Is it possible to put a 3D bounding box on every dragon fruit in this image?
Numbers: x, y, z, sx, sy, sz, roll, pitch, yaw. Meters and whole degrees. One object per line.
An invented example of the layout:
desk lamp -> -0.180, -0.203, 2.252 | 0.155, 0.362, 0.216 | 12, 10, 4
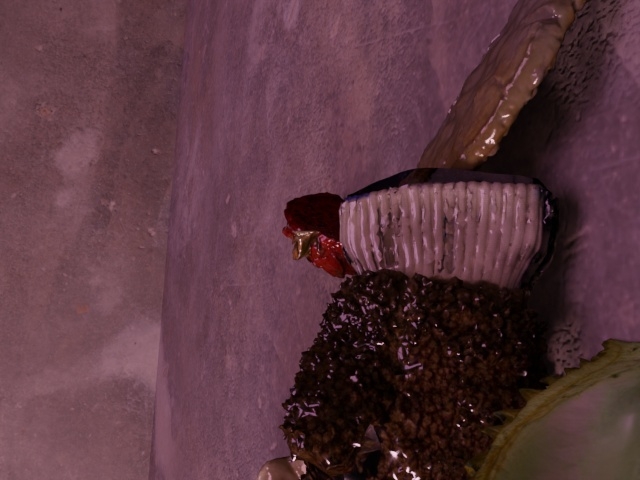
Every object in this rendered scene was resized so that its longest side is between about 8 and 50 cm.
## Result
dragon fruit -> 0.000, 0.000, 0.854 | 0.162, 0.106, 0.083 | -120, 41, -51

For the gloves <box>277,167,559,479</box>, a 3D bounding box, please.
gloves -> 0.075, 0.098, 0.522 | 0.135, 0.210, 0.312 | 122, 153, -82

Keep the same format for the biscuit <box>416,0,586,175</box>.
biscuit -> 0.138, -0.110, 0.566 | 0.290, 0.038, 0.141 | -60, 5, 45

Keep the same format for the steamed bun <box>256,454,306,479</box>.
steamed bun -> 0.033, 0.255, 0.630 | 0.106, 0.192, 0.177 | -57, 33, 12

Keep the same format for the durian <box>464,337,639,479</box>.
durian -> 0.182, 0.199, 0.309 | 0.198, 0.163, 0.394 | -36, 16, 12
